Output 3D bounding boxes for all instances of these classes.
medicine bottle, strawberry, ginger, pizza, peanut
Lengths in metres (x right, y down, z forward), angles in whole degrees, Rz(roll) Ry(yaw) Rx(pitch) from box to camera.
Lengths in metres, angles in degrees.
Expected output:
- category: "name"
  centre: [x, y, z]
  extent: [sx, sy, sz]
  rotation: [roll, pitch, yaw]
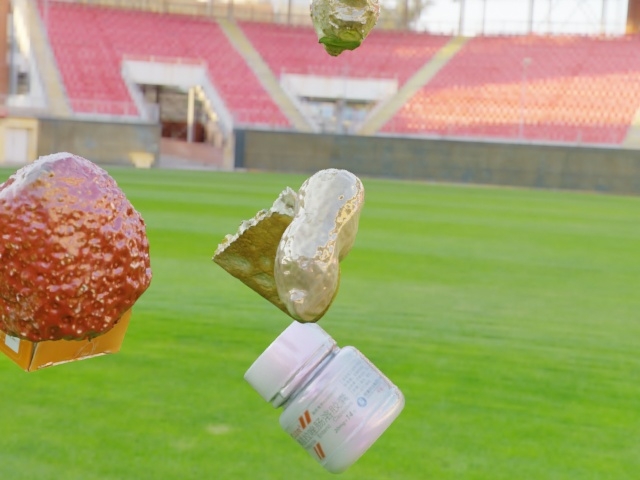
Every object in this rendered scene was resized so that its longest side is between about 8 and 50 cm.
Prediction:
- category: "medicine bottle"
  centre: [0.006, 0.332, 2.353]
  extent: [0.302, 0.241, 0.241]
  rotation: [43, 11, 6]
- category: "strawberry"
  centre: [-0.362, 0.004, 1.465]
  extent: [0.257, 0.276, 0.257]
  rotation: [-4, 47, 4]
- category: "ginger"
  centre: [0.037, -0.357, 1.595]
  extent: [0.102, 0.157, 0.216]
  rotation: [6, 1, -8]
- category: "pizza"
  centre: [-0.039, 0.038, 2.056]
  extent: [0.268, 0.087, 0.258]
  rotation: [39, -41, -17]
- category: "peanut"
  centre: [-0.001, 0.000, 1.368]
  extent: [0.086, 0.227, 0.104]
  rotation: [-2, -42, 29]

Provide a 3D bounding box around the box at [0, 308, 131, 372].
- category: "box"
  centre: [-0.558, 0.105, 2.077]
  extent: [0.341, 0.143, 0.225]
  rotation: [27, 22, 34]
